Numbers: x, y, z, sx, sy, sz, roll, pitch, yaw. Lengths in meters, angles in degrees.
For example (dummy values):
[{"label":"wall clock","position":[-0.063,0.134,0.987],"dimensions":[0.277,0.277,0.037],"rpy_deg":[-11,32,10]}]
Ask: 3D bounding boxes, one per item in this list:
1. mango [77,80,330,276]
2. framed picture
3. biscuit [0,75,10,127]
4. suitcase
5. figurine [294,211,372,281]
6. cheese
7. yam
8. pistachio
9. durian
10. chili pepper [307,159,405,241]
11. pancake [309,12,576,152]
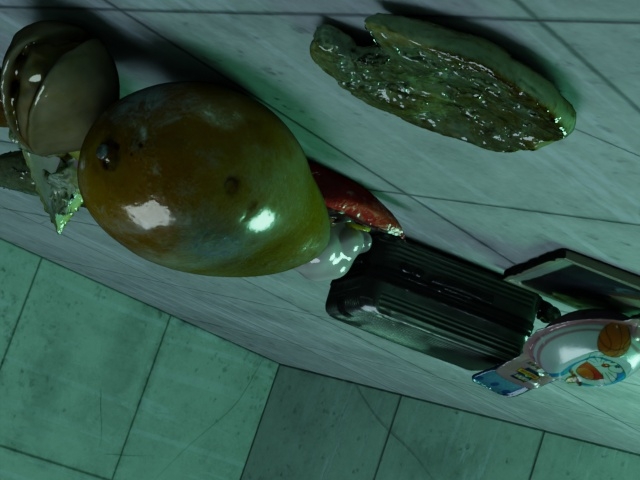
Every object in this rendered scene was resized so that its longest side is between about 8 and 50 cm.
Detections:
[{"label":"mango","position":[-0.116,-0.058,1.616],"dimensions":[0.221,0.199,0.384],"rpy_deg":[-31,151,22]},{"label":"framed picture","position":[0.362,0.064,1.937],"dimensions":[0.192,0.018,0.265],"rpy_deg":[21,170,-5]},{"label":"biscuit","position":[-0.501,-0.210,1.972],"dimensions":[0.278,0.043,0.301],"rpy_deg":[17,171,-4]},{"label":"suitcase","position":[0.173,0.099,2.146],"dimensions":[0.312,0.128,0.202],"rpy_deg":[22,168,-15]},{"label":"figurine","position":[0.000,0.000,2.017],"dimensions":[0.137,0.112,0.229],"rpy_deg":[14,180,0]},{"label":"cheese","position":[0.341,0.161,2.020],"dimensions":[0.286,0.074,0.189],"rpy_deg":[-26,139,37]},{"label":"yam","position":[-0.360,-0.097,2.146],"dimensions":[0.259,0.106,0.106],"rpy_deg":[16,170,16]},{"label":"pistachio","position":[-0.279,-0.162,1.564],"dimensions":[0.135,0.136,0.226],"rpy_deg":[18,166,3]},{"label":"durian","position":[-0.309,-0.112,1.795],"dimensions":[0.172,0.166,0.306],"rpy_deg":[25,168,-21]},{"label":"chili pepper","position":[0.008,-0.061,1.813],"dimensions":[0.268,0.050,0.059],"rpy_deg":[23,-170,-28]},{"label":"pancake","position":[0.110,-0.135,1.278],"dimensions":[0.253,0.037,0.253],"rpy_deg":[19,171,3]}]
